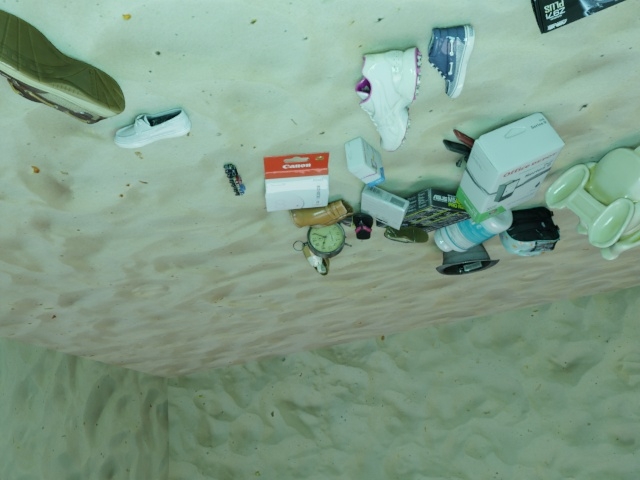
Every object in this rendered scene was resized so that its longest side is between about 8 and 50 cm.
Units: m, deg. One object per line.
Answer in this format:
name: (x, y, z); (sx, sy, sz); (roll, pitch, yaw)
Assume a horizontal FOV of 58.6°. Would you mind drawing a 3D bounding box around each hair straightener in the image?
hair straightener: (0.416, -0.246, 1.611); (0.230, 0.047, 0.089); (8, 138, -45)

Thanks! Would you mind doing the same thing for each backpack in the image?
backpack: (0.739, -0.030, 2.056); (0.188, 0.166, 0.144); (-2, 147, -7)

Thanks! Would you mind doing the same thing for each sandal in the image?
sandal: (0.144, -0.036, 1.904); (0.067, 0.040, 0.179); (0, 152, 7)

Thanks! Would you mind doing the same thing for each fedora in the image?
fedora: (0.568, 0.052, 2.238); (0.243, 0.125, 0.275); (-8, 165, 5)

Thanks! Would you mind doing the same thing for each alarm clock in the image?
alarm clock: (0.000, 0.000, 1.931); (0.191, 0.130, 0.064); (-13, 158, -8)

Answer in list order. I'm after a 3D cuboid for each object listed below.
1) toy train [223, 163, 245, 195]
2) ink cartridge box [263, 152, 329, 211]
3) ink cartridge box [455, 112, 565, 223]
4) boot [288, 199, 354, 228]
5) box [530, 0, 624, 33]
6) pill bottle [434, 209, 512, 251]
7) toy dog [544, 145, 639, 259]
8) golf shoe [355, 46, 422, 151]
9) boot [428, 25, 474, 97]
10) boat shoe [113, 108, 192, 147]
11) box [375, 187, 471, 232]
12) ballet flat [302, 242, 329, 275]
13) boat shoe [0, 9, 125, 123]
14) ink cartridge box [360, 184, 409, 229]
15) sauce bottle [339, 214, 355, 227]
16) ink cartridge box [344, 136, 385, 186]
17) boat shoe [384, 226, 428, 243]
toy train: (-0.239, -0.170, 1.609); (0.036, 0.027, 0.158); (-18, 156, -3)
ink cartridge box: (-0.068, -0.163, 1.642); (0.188, 0.066, 0.232); (-5, 161, -5)
ink cartridge box: (0.519, -0.195, 1.594); (0.211, 0.122, 0.289); (-24, 156, -8)
boot: (0.003, -0.093, 1.807); (0.152, 0.073, 0.197); (-20, 166, 29)
box: (0.476, -0.485, 1.044); (0.180, 0.078, 0.147); (-18, 155, 21)
pill bottle: (0.513, -0.053, 1.958); (0.146, 0.146, 0.264); (8, 153, -32)
toy dog: (0.987, -0.134, 1.835); (0.407, 0.284, 0.396); (16, 111, -40)
golf shoe: (0.146, -0.319, 1.307); (0.140, 0.115, 0.306); (3, 150, 1)
boot: (0.271, -0.385, 1.237); (0.086, 0.069, 0.190); (-1, 148, 1)
boat shoe: (-0.392, -0.262, 1.309); (0.184, 0.066, 0.063); (-7, 143, 5)
box: (0.346, -0.090, 1.869); (0.216, 0.060, 0.270); (8, 163, -31)
ballet flat: (-0.007, 0.077, 2.182); (0.080, 0.073, 0.232); (-14, 155, 13)
boat shoe: (-0.541, -0.311, 1.081); (0.123, 0.123, 0.342); (-21, 159, 25)
ink cartridge box: (0.200, -0.104, 1.795); (0.145, 0.045, 0.179); (25, 167, 10)
sauce bottle: (0.105, -0.065, 1.933); (0.128, 0.042, 0.042); (7, 153, -34)
ink cartridge box: (0.121, -0.211, 1.543); (0.052, 0.089, 0.122); (-21, 153, 29)
boat shoe: (0.288, -0.020, 1.922); (0.152, 0.056, 0.049); (11, 169, -8)
